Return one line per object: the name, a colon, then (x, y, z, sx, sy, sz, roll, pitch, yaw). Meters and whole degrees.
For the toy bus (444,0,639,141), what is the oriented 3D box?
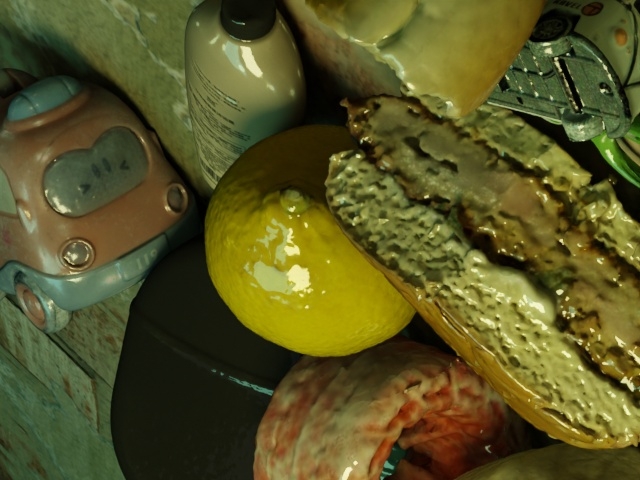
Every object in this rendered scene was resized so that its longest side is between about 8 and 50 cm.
toy bus: (0.135, -0.127, 1.193, 0.194, 0.089, 0.087, 20, 146, 49)

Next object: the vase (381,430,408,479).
vase: (0.006, 0.176, 1.879, 0.248, 0.128, 0.128, 21, 145, 35)

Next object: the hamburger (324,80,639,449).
hamburger: (0.143, 0.020, 1.343, 0.282, 0.155, 0.245, 36, 168, 52)

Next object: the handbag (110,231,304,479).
handbag: (-0.082, 0.141, 1.807, 0.254, 0.093, 0.308, 20, 104, 30)

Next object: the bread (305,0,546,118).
bread: (0.033, -0.218, 1.122, 0.314, 0.192, 0.171, 38, -172, 38)

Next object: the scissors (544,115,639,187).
scissors: (0.159, -0.101, 1.273, 0.204, 0.027, 0.101, 31, 150, 33)

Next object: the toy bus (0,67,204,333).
toy bus: (-0.270, -0.061, 1.918, 0.294, 0.197, 0.231, 18, 132, 54)

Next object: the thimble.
thimble: (0.063, 0.201, 1.677, 0.162, 0.239, 0.239, 18, 143, 51)

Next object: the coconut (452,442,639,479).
coconut: (0.202, 0.313, 1.538, 0.329, 0.329, 0.329, 39, 156, 22)

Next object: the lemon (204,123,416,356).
lemon: (0.000, 0.000, 1.501, 0.187, 0.187, 0.244, 43, -174, 14)

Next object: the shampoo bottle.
shampoo bottle: (-0.063, -0.124, 1.569, 0.127, 0.078, 0.257, 47, 160, 18)
